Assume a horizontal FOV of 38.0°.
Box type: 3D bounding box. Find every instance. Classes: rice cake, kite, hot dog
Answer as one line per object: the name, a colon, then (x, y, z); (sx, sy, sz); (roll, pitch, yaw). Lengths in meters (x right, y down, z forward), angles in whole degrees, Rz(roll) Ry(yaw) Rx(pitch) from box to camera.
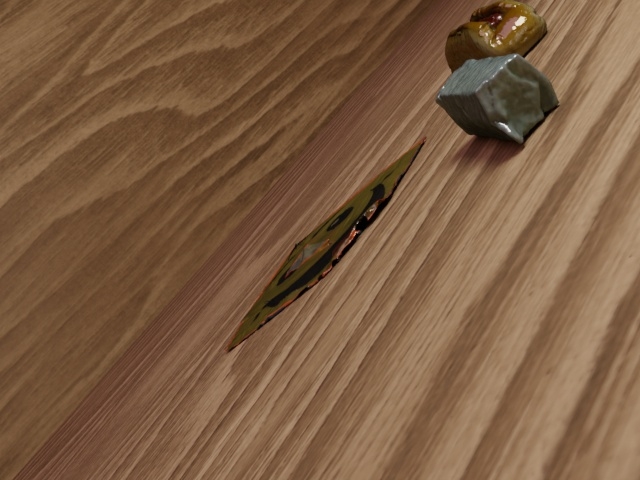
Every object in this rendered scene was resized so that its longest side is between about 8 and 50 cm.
rice cake: (0.161, -0.135, 0.881); (0.063, 0.069, 0.206); (-45, 7, 3)
kite: (0.002, 0.002, 1.202); (0.377, 0.013, 0.327); (-48, 8, -11)
hot dog: (0.217, -0.264, 1.214); (0.084, 0.073, 0.242); (-41, 9, -1)
